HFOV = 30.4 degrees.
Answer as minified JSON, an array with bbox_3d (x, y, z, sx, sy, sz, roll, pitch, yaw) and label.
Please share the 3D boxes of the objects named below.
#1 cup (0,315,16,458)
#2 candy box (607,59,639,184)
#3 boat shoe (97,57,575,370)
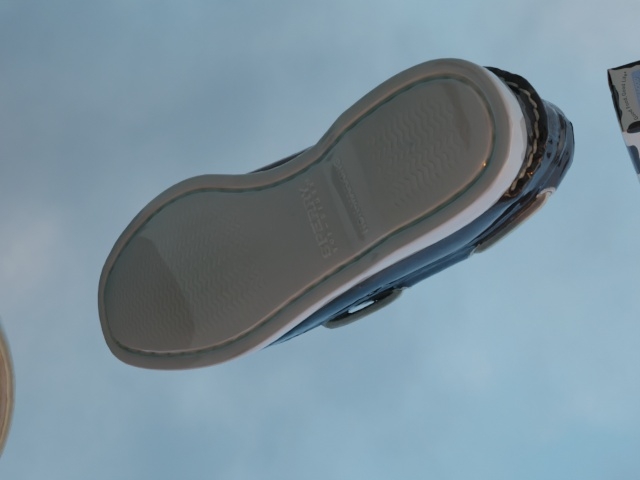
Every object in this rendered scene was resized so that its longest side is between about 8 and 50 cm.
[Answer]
[{"bbox_3d":[-0.329,0.089,0.742,0.237,0.331,0.331,1,-128,42],"label":"cup"},{"bbox_3d":[0.376,-0.110,0.995,0.233,0.159,0.071,-16,-123,17],"label":"candy box"},{"bbox_3d":[0.000,0.000,0.653,0.303,0.091,0.114,-21,-106,35],"label":"boat shoe"}]
